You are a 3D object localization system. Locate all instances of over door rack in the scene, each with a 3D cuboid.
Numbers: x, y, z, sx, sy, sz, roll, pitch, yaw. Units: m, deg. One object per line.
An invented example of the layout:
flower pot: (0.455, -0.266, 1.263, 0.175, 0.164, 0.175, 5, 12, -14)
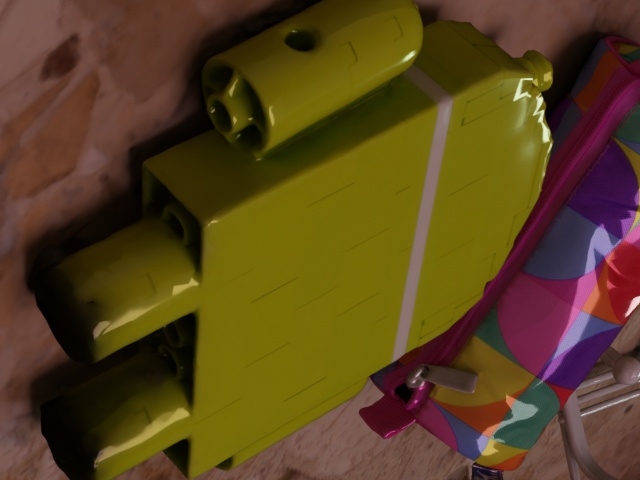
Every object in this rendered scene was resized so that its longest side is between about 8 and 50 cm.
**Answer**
over door rack: (0.265, 0.211, 1.206, 0.239, 0.108, 0.324, -10, 100, -48)

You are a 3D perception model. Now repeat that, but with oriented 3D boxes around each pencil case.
pencil case: (0.120, 0.011, 0.910, 0.236, 0.104, 0.104, -56, 151, 12)

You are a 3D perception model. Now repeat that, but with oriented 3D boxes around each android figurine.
android figurine: (0.000, 0.000, 0.770, 0.273, 0.056, 0.248, -31, 147, -28)
